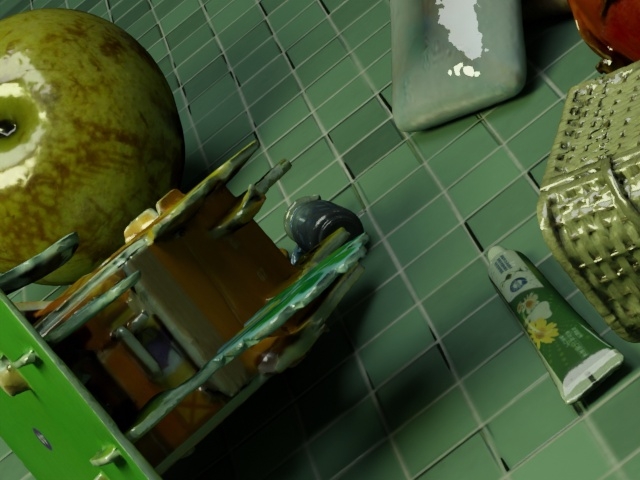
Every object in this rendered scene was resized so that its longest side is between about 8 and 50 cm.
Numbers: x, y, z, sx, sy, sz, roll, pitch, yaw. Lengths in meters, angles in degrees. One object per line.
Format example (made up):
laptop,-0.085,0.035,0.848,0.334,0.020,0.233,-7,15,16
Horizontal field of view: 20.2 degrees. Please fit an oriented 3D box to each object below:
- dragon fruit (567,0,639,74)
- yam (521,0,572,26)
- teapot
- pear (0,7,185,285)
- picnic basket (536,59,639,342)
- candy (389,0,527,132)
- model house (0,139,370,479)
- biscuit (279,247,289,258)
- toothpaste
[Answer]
dragon fruit,0.285,-0.221,1.259,0.250,0.250,0.315,-54,10,-25
yam,0.228,-0.224,1.549,0.326,0.045,0.045,-18,13,40
teapot,0.004,-0.002,1.518,0.049,0.064,0.083,-14,16,-18
pear,-0.257,-0.088,1.769,0.283,0.283,0.283,-32,27,19
picnic basket,0.254,-0.038,1.116,0.196,0.134,0.154,-21,29,36
candy,0.115,-0.190,1.564,0.138,0.071,0.174,-18,63,39
model house,-0.108,0.031,1.315,0.313,0.242,0.357,-44,3,-20
biscuit,-0.072,0.034,1.588,0.081,0.018,0.083,-49,27,-16
toothpaste,0.152,0.050,1.236,0.049,0.031,0.204,-40,27,5
